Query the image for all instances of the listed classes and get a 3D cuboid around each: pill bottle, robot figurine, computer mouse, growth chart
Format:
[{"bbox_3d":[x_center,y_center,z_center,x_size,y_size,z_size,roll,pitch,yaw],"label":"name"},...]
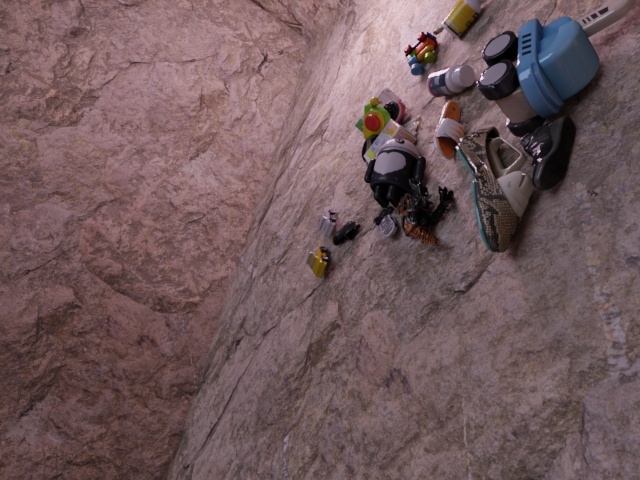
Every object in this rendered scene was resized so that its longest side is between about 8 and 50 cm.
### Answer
[{"bbox_3d":[0.516,-0.633,1.813,0.180,0.107,0.108,15,80,64],"label":"pill bottle"},{"bbox_3d":[0.294,-0.272,1.832,0.173,0.209,0.278,112,175,-73],"label":"robot figurine"},{"bbox_3d":[0.607,-0.960,1.937,0.184,0.103,0.103,-48,30,32],"label":"pill bottle"},{"bbox_3d":[0.271,-0.065,1.853,0.106,0.042,0.193,-49,23,20],"label":"computer mouse"},{"bbox_3d":[0.362,-0.427,2.024,0.172,0.021,0.238,-8,61,60],"label":"growth chart"}]

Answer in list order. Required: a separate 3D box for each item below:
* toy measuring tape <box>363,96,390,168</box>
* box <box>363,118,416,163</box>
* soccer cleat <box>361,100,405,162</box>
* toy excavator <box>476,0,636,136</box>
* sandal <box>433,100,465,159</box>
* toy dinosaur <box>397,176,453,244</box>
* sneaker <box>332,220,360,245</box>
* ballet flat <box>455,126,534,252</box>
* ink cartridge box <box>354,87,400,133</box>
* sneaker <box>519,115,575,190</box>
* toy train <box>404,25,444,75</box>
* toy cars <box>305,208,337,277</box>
[{"bbox_3d":[0.255,-0.468,2.046,0.121,0.121,0.330,-126,29,-62],"label":"toy measuring tape"},{"bbox_3d":[0.297,-0.399,1.976,0.203,0.103,0.114,-53,29,20],"label":"box"},{"bbox_3d":[0.299,-0.499,2.142,0.108,0.116,0.318,39,123,21],"label":"soccer cleat"},{"bbox_3d":[0.712,-0.564,1.296,0.445,0.222,0.433,-18,44,44],"label":"toy excavator"},{"bbox_3d":[0.486,-0.424,1.690,0.076,0.101,0.266,-26,44,57],"label":"sandal"},{"bbox_3d":[0.364,-0.087,1.626,0.322,0.164,0.219,53,131,42],"label":"toy dinosaur"},{"bbox_3d":[0.118,-0.027,2.097,0.170,0.051,0.089,-51,24,20],"label":"sneaker"},{"bbox_3d":[0.525,-0.187,1.358,0.182,0.164,0.483,-30,37,30],"label":"ballet flat"},{"bbox_3d":[0.275,-0.621,2.217,0.212,0.093,0.154,-51,0,29],"label":"ink cartridge box"},{"bbox_3d":[0.618,-0.233,1.287,0.130,0.087,0.228,-10,56,62],"label":"sneaker"},{"bbox_3d":[0.496,-0.876,2.091,0.248,0.105,0.144,-33,50,48],"label":"toy train"},{"bbox_3d":[0.000,0.000,2.216,0.176,0.087,0.394,128,157,-63],"label":"toy cars"}]
